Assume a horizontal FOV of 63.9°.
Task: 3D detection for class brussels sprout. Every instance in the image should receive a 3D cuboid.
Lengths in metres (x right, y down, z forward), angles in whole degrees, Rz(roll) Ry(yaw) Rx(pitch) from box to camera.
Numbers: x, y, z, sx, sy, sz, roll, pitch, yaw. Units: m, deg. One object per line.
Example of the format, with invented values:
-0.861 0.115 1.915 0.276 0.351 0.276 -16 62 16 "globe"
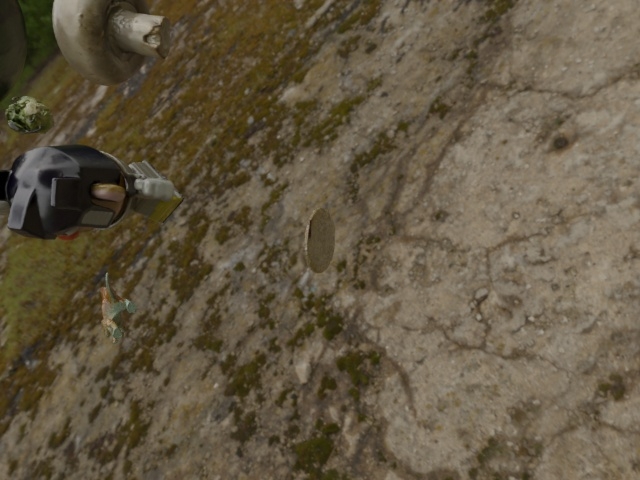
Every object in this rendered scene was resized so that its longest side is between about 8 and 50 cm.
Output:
-0.544 -0.232 0.960 0.058 0.085 0.085 -8 48 60 "brussels sprout"

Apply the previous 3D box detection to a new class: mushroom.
-0.363 -0.380 0.927 0.204 0.204 0.204 -24 42 23 "mushroom"

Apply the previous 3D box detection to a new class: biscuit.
0.000 0.000 0.908 0.015 0.120 0.120 2 55 26 "biscuit"

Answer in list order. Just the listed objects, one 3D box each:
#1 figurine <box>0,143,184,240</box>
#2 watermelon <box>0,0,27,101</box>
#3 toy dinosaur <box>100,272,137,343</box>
-0.369 -0.075 0.806 0.308 0.308 0.143 -22 86 25 "figurine"
-0.387 -0.199 0.477 0.187 0.188 0.215 -21 25 27 "watermelon"
-0.456 0.140 1.129 0.057 0.212 0.142 -13 27 -37 "toy dinosaur"
